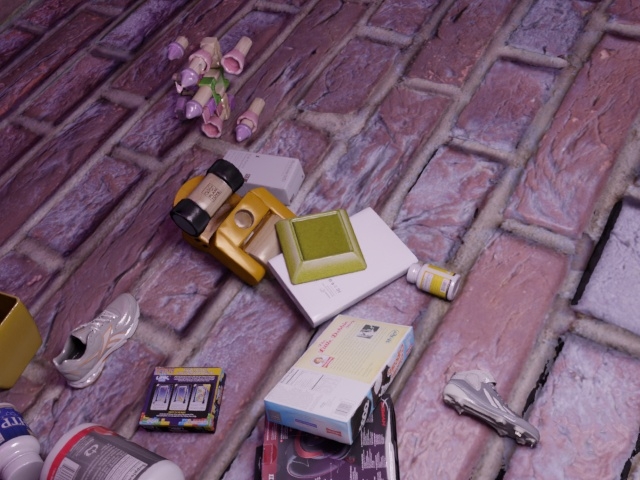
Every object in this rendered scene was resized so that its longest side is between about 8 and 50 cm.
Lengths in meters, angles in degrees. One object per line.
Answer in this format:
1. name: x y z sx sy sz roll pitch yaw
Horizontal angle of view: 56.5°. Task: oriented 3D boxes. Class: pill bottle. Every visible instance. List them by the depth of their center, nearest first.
1. pill bottle: -0.386 0.505 1.193 0.318 0.176 0.176 16 60 23
2. pill bottle: -0.701 0.466 1.339 0.112 0.112 0.186 -43 57 -18
3. pill bottle: 0.266 0.093 1.405 0.116 0.065 0.065 21 62 26

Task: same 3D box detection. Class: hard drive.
1. hard drive: 0.055 0.057 1.450 0.307 0.040 0.203 -28 60 -21

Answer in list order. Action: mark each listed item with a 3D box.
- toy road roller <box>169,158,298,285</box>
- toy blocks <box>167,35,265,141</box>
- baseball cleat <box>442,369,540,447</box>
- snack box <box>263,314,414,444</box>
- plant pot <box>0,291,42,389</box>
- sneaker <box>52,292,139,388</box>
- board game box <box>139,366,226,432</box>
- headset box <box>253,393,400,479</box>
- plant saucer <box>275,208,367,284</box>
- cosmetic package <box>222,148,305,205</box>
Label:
1. toy road roller: -0.236 -0.034 1.571 0.329 0.240 0.202 39 65 -7
2. toy blocks: -0.360 -0.436 1.804 0.308 0.289 0.260 8 51 15
3. baseball cleat: 0.356 0.327 1.209 0.205 0.072 0.109 24 57 24
4. snack box: 0.049 0.270 1.230 0.187 0.060 0.322 6 28 30
5. plant pot: -0.832 0.253 1.479 0.212 0.187 0.212 13 58 21
6. sneaker: -0.549 0.230 1.469 0.099 0.121 0.262 15 59 22
7. board game box: -0.312 0.363 1.360 0.170 0.048 0.141 -2 52 13
8. headset box: 0.008 0.436 1.187 0.293 0.110 0.218 -7 52 8
9. plant saucer: 0.000 0.000 1.435 0.188 0.045 0.188 -11 56 -11
10. cosmetic package: -0.175 -0.183 1.704 0.231 0.085 0.117 9 58 21
